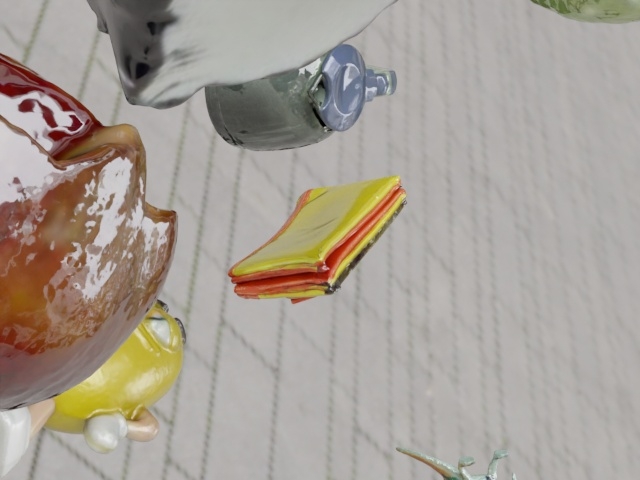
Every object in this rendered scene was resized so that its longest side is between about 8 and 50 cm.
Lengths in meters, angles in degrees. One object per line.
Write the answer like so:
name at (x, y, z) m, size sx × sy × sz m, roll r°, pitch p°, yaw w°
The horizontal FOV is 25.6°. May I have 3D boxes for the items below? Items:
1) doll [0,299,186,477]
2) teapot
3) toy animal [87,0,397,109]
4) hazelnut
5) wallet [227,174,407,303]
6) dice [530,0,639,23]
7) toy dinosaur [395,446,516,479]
doll at (-0.335, 0.134, 1.661) m, size 0.348 × 0.161 × 0.423 m, roll 31°, pitch 28°, yaw -13°
teapot at (-0.011, -0.114, 1.095) m, size 0.149 × 0.108 × 0.111 m, roll 35°, pitch 69°, yaw -56°
toy animal at (-0.060, -0.233, 0.790) m, size 0.212 × 0.213 × 0.266 m, roll 16°, pitch 48°, yaw -59°
hazelnut at (-0.164, -0.005, 0.624) m, size 0.202 × 0.170 × 0.160 m, roll 23°, pitch 82°, yaw -63°
wallet at (0.000, 0.000, 1.669) m, size 0.241 × 0.141 × 0.067 m, roll -46°, pitch 122°, yaw -53°
dice at (0.234, -0.345, 1.106) m, size 0.252 × 0.250 × 0.254 m, roll 39°, pitch -22°, yaw 42°
toy dinosaur at (0.184, 0.311, 1.735) m, size 0.044 × 0.187 × 0.106 m, roll -44°, pitch 132°, yaw -67°
